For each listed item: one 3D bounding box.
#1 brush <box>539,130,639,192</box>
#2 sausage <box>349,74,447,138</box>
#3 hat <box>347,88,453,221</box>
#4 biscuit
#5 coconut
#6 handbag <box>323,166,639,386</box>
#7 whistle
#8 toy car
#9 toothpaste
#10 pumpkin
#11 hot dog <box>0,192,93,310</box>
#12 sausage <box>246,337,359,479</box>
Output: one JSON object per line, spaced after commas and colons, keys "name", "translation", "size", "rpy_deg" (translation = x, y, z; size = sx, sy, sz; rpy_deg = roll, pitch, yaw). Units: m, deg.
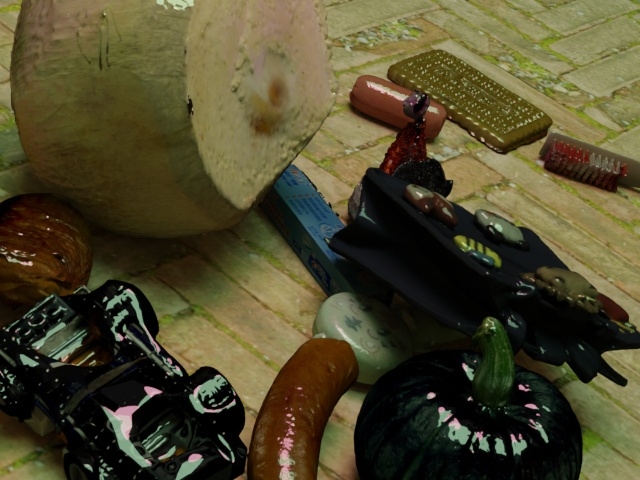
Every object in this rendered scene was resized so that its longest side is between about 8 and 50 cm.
{"name": "brush", "translation": [0.503, -0.095, 2.353], "size": [0.321, 0.060, 0.050], "rpy_deg": [17, 46, -5]}
{"name": "sausage", "translation": [0.119, -0.208, 2.297], "size": [0.154, 0.062, 0.062], "rpy_deg": [23, 33, 3]}
{"name": "hat", "translation": [0.120, -0.098, 1.998], "size": [0.140, 0.227, 0.129], "rpy_deg": [5, 35, -14]}
{"name": "biscuit", "translation": [0.248, -0.235, 2.439], "size": [0.254, 0.029, 0.172], "rpy_deg": [37, 36, 22]}
{"name": "coconut", "translation": [-0.208, -0.192, 1.835], "size": [0.404, 0.404, 0.404], "rpy_deg": [14, 33, -10]}
{"name": "handbag", "translation": [0.209, 0.046, 1.795], "size": [0.303, 0.122, 0.329], "rpy_deg": [19, 12, -37]}
{"name": "whistle", "translation": [0.085, 0.115, 1.814], "size": [0.258, 0.067, 0.126], "rpy_deg": [-7, 49, -42]}
{"name": "toy car", "translation": [-0.210, 0.175, 1.517], "size": [0.193, 0.118, 0.301], "rpy_deg": [-28, 58, -33]}
{"name": "toothpaste", "translation": [0.000, 0.000, 1.945], "size": [0.066, 0.053, 0.272], "rpy_deg": [-9, 44, -31]}
{"name": "pumpkin", "translation": [0.161, 0.195, 1.571], "size": [0.248, 0.248, 0.248], "rpy_deg": [14, 33, -10]}
{"name": "hot dog", "translation": [-0.336, 0.015, 1.679], "size": [0.160, 0.099, 0.227], "rpy_deg": [18, 22, 2]}
{"name": "sausage", "translation": [-0.024, 0.212, 1.565], "size": [0.103, 0.076, 0.302], "rpy_deg": [36, 37, -15]}
